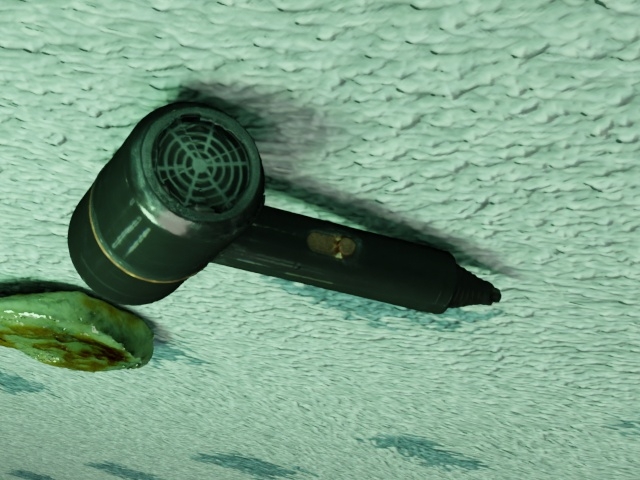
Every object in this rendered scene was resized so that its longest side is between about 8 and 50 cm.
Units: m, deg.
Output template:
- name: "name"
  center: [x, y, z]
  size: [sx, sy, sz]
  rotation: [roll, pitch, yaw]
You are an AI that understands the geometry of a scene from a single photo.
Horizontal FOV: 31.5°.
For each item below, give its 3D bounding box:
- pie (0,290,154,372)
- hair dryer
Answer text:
- name: "pie"
  center: [-0.311, 0.103, 1.330]
  size: [0.240, 0.054, 0.240]
  rotation: [10, 160, 4]
- name: "hair dryer"
  center: [0.000, 0.000, 0.868]
  size: [0.352, 0.107, 0.189]
  rotation: [12, 158, -21]
